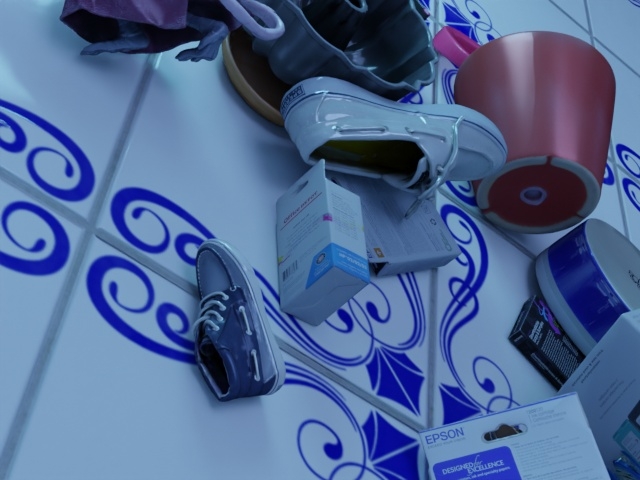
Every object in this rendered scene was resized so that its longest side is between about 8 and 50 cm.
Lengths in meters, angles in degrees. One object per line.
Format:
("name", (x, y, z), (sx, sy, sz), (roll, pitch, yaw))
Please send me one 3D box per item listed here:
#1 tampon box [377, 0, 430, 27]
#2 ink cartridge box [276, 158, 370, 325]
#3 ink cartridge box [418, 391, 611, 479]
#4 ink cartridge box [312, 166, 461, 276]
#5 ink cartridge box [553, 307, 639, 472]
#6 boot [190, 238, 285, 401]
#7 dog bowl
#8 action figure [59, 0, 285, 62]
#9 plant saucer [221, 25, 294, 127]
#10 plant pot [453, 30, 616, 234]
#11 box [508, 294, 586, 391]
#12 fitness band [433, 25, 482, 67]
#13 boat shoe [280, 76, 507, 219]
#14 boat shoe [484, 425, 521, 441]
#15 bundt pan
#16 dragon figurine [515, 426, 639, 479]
("tampon box", (0.082, -0.369, 1.861), (0.120, 0.101, 0.161), (50, 34, 2))
("ink cartridge box", (0.000, 0.000, 1.403), (0.061, 0.104, 0.181), (26, 40, -30))
("ink cartridge box", (0.239, 0.300, 1.327), (0.206, 0.045, 0.208), (-12, 61, -6))
("ink cartridge box", (0.071, -0.054, 1.590), (0.224, 0.045, 0.223), (-4, 59, -49))
("ink cartridge box", (0.495, 0.245, 1.537), (0.198, 0.197, 0.270), (-9, 48, -48))
("boot", (-0.107, 0.083, 1.232), (0.086, 0.069, 0.190), (-2, 60, -53))
("dog bowl", (0.471, 0.097, 1.814), (0.265, 0.104, 0.265), (36, 29, -24))
("action figure", (-0.222, -0.414, 1.399), (0.248, 0.276, 0.370), (6, 78, -67))
("plant saucer", (-0.063, -0.232, 1.621), (0.200, 0.037, 0.200), (29, 39, -26))
("plant pot", (0.349, -0.162, 1.846), (0.275, 0.275, 0.243), (29, 48, -27))
("box", (0.357, 0.170, 1.709), (0.162, 0.029, 0.116), (48, 33, -4))
("fitness band", (0.320, -0.285, 2.060), (0.291, 0.054, 0.209), (29, 22, -29))
("boat shoe", (0.122, -0.108, 1.540), (0.367, 0.136, 0.156), (13, 47, -35))
("boat shoe", (0.307, 0.350, 1.395), (0.324, 0.116, 0.123), (56, 34, 10))
("bundt pan", (0.011, -0.310, 1.638), (0.331, 0.124, 0.331), (29, 38, -26))
("dragon figurine", (0.375, 0.327, 1.462), (0.085, 0.144, 0.289), (-3, 52, -47))
